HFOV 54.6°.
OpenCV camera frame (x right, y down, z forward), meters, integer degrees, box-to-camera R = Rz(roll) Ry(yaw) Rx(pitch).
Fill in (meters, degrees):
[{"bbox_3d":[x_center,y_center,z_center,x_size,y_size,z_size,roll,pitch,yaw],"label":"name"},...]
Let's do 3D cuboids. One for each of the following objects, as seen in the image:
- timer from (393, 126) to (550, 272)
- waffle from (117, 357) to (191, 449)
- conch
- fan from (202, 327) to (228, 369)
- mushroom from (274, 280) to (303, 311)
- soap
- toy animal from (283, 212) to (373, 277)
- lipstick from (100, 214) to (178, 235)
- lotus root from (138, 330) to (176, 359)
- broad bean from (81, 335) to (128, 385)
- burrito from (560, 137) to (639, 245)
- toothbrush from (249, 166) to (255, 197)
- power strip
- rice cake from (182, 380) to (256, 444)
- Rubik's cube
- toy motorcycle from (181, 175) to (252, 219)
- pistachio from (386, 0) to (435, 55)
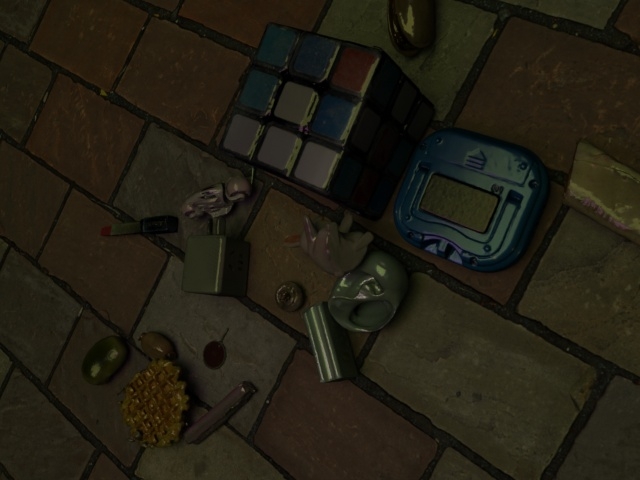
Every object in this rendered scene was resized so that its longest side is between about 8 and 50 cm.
[{"bbox_3d":[0.351,-0.100,1.477,0.340,0.115,0.309,24,96,28],"label":"timer"},{"bbox_3d":[-0.484,0.474,1.819,0.280,0.060,0.262,6,85,35],"label":"waffle"},{"bbox_3d":[0.125,0.129,1.550,0.221,0.121,0.185,-41,61,22],"label":"conch"},{"bbox_3d":[-0.300,0.313,1.808,0.085,0.005,0.133,30,97,29],"label":"fan"},{"bbox_3d":[-0.092,0.152,1.683,0.085,0.079,0.085,-4,83,29],"label":"mushroom"},{"bbox_3d":[0.025,0.260,1.583,0.066,0.119,0.198,-22,72,20],"label":"soap"},{"bbox_3d":[0.006,-0.011,1.561,0.282,0.140,0.138,38,119,57],"label":"toy animal"},{"bbox_3d":[-0.597,-0.043,1.997,0.312,0.051,0.051,-4,81,28],"label":"lipstick"},{"bbox_3d":[-0.500,0.317,1.879,0.150,0.062,0.073,23,92,27],"label":"lotus root"},{"bbox_3d":[-0.684,0.380,1.963,0.124,0.082,0.174,40,91,27],"label":"broad bean"},{"bbox_3d":[0.637,-0.089,1.331,0.299,0.105,0.143,41,92,28],"label":"burrito"},{"bbox_3d":[-0.197,-0.235,1.841,0.019,0.016,0.219,7,86,37],"label":"toothbrush"},{"bbox_3d":[-0.296,0.045,1.776,0.139,0.140,0.224,0,81,28],"label":"power strip"},{"bbox_3d":[-0.287,0.487,1.747,0.270,0.049,0.055,-42,52,17],"label":"rice cake"},{"bbox_3d":[0.017,-0.289,1.544,0.362,0.359,0.363,29,95,26],"label":"Rubik's cube"},{"bbox_3d":[-0.318,-0.128,1.828,0.254,0.112,0.112,-19,73,30],"label":"toy motorcycle"},{"bbox_3d":[0.240,-0.589,1.619,0.129,0.131,0.206,163,106,-71],"label":"pistachio"}]
